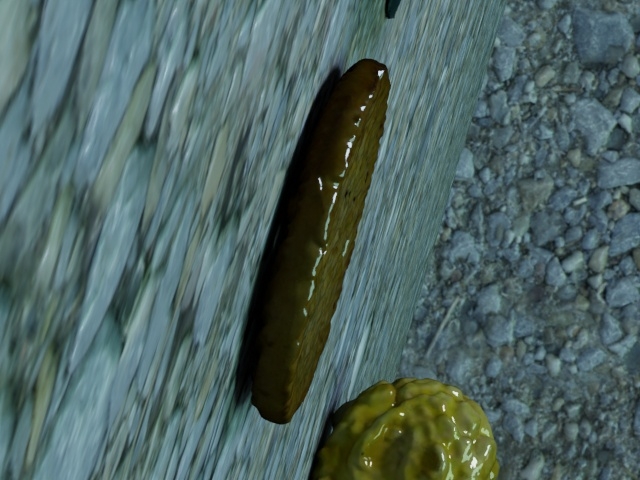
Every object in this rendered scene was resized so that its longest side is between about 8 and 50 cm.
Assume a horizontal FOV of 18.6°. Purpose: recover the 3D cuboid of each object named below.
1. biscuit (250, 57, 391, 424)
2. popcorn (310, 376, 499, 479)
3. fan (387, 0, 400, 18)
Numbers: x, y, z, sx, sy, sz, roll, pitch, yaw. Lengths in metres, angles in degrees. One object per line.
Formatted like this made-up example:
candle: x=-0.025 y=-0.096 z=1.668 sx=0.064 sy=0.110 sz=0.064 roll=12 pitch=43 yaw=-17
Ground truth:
biscuit: x=-0.001 y=0.000 z=0.970 sx=0.188 sy=0.027 sz=0.187 roll=15 pitch=90 yaw=-85
popcorn: x=0.069 y=0.201 z=1.686 sx=0.180 sy=0.170 sz=0.180 roll=-15 pitch=113 yaw=-41
fan: x=0.058 y=-0.197 z=1.106 sx=0.175 sy=0.005 sz=0.113 roll=99 pitch=10 yaw=-65
